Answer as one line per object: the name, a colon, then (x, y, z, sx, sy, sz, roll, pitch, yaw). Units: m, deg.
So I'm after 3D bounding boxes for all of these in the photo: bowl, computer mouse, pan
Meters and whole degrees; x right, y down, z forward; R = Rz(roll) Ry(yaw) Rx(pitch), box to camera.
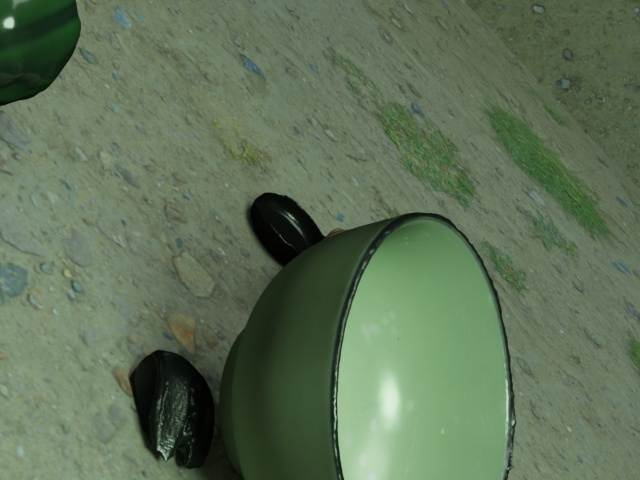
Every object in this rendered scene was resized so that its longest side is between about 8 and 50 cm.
bowl: (0.029, 0.153, 1.281, 0.354, 0.185, 0.354, 9, 79, -57)
computer mouse: (-0.131, 0.150, 1.264, 0.079, 0.047, 0.135, 30, 32, -33)
pan: (-0.002, 0.002, 1.705, 0.212, 0.040, 0.115, 19, 35, -35)

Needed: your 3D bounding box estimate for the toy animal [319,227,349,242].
toy animal: (0.063, 0.078, 1.565, 0.197, 0.171, 0.171, 40, 24, -1)

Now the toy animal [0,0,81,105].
toy animal: (-0.383, -0.270, 1.315, 0.338, 0.216, 0.191, 51, 51, -1)
